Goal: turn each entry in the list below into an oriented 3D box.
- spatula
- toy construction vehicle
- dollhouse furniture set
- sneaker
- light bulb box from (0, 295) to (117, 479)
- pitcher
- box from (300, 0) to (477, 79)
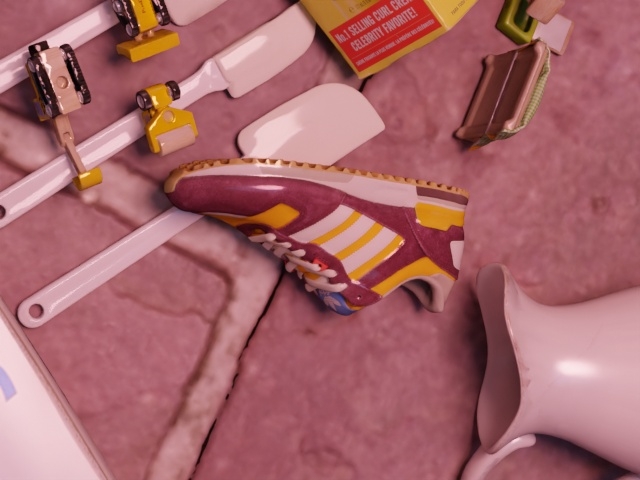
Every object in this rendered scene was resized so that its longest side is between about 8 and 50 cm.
[{"bbox_3d":[-0.099,-0.073,0.752,0.242,0.019,0.168,-33,106,-14],"label":"spatula"},{"bbox_3d":[-0.114,-0.086,0.720,0.086,0.035,0.098,-29,107,-27],"label":"toy construction vehicle"},{"bbox_3d":[0.142,-0.115,0.798,0.058,0.076,0.152,24,83,-17],"label":"dollhouse furniture set"},{"bbox_3d":[0.000,0.000,0.751,0.185,0.069,0.084,6,92,-23],"label":"sneaker"},{"bbox_3d":[-0.278,0.148,0.585,0.361,0.225,0.358,-33,101,-14],"label":"light bulb box"},{"bbox_3d":[0.191,0.107,0.807,0.207,0.125,0.178,5,110,-8],"label":"pitcher"},{"bbox_3d":[-0.011,-0.205,0.734,0.232,0.087,0.058,51,53,-14],"label":"box"}]
